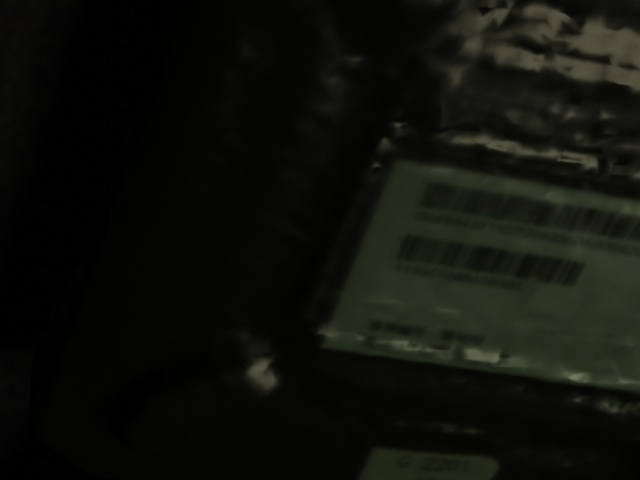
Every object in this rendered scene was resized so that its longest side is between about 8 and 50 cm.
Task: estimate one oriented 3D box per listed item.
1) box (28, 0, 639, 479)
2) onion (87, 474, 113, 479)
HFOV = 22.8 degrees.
[{"bbox_3d":[0.088,-0.013,0.619,0.359,0.091,0.350,10,128,-16],"label":"box"},{"bbox_3d":[-0.033,0.207,0.806,0.276,0.276,0.276,-32,152,-19],"label":"onion"}]
